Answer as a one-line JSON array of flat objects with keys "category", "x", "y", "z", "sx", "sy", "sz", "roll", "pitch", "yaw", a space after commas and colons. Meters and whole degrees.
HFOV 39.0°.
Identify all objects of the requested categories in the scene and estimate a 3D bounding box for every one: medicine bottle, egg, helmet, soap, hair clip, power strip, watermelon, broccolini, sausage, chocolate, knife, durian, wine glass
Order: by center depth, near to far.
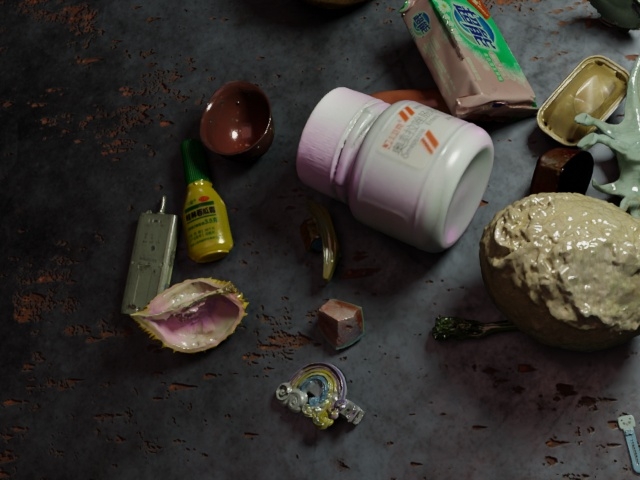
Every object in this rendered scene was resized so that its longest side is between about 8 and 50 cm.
[{"category": "egg", "x": 0.410, "y": 0.054, "z": 1.483, "sx": 0.311, "sy": 0.279, "sz": 0.279, "roll": 17, "pitch": 79, "yaw": -5}, {"category": "knife", "x": 0.519, "y": 0.339, "z": 1.506, "sx": 0.027, "sy": 0.010, "sz": 0.096, "roll": -14, "pitch": 71, "yaw": 13}, {"category": "broccolini", "x": 0.318, "y": 0.156, "z": 1.610, "sx": 0.239, "sy": 0.051, "sz": 0.054, "roll": -2, "pitch": 115, "yaw": 11}, {"category": "chocolate", "x": 0.417, "y": -0.103, "z": 1.618, "sx": 0.080, "sy": 0.125, "sz": 0.148, "roll": 19, "pitch": 84, "yaw": 38}, {"category": "medicine bottle", "x": 0.133, "y": -0.136, "z": 1.640, "sx": 0.302, "sy": 0.241, "sz": 0.241, "roll": 25, "pitch": 83, "yaw": 22}, {"category": "wine glass", "x": 0.618, "y": -0.548, "z": 1.668, "sx": 0.143, "sy": 0.143, "sz": 0.321, "roll": 31, "pitch": 82, "yaw": 23}, {"category": "hair clip", "x": 0.002, "y": 0.284, "z": 1.669, "sx": 0.172, "sy": 0.049, "sz": 0.116, "roll": 28, "pitch": 70, "yaw": 31}, {"category": "watermelon", "x": 0.032, "y": 0.156, "z": 1.681, "sx": 0.085, "sy": 0.072, "sz": 0.092, "roll": 8, "pitch": 81, "yaw": 37}, {"category": "soap", "x": 0.280, "y": -0.343, "z": 1.699, "sx": 0.098, "sy": 0.218, "sz": 0.273, "roll": -43, "pitch": 60, "yaw": 41}, {"category": "durian", "x": -0.248, "y": 0.139, "z": 1.741, "sx": 0.165, "sy": 0.132, "sz": 0.182, "roll": 41, "pitch": 78, "yaw": 12}, {"category": "sausage", "x": 0.167, "y": -0.256, "z": 1.759, "sx": 0.194, "sy": 0.077, "sz": 0.077, "roll": -1, "pitch": 74, "yaw": 19}, {"category": "helmet", "x": -0.158, "y": -0.227, "z": 1.832, "sx": 0.155, "sy": 0.106, "sz": 0.175, "roll": -24, "pitch": 63, "yaw": 6}, {"category": "medicine bottle", "x": -0.242, "y": -0.085, "z": 1.840, "sx": 0.095, "sy": 0.064, "sz": 0.260, "roll": -18, "pitch": 69, "yaw": 12}, {"category": "power strip", "x": -0.344, "y": 0.035, "z": 1.851, "sx": 0.092, "sy": 0.034, "sz": 0.267, "roll": 3, "pitch": 75, "yaw": 19}]

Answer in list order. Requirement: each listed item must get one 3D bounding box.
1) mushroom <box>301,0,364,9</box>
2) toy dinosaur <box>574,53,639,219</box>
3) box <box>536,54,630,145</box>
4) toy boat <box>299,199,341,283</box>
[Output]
[{"category": "mushroom", "x": 0.035, "y": -0.637, "z": 1.849, "sx": 0.345, "sy": 0.239, "sz": 0.345, "roll": -7, "pitch": 52, "yaw": 9}, {"category": "toy dinosaur", "x": 0.531, "y": -0.179, "z": 1.574, "sx": 0.206, "sy": 0.092, "sz": 0.392, "roll": 22, "pitch": 75, "yaw": -20}, {"category": "box", "x": 0.478, "y": -0.249, "z": 1.642, "sx": 0.111, "sy": 0.111, "sz": 0.177, "roll": 41, "pitch": 89, "yaw": 23}, {"category": "toy boat", "x": 0.000, "y": 0.000, "z": 1.738, "sx": 0.066, "sy": 0.065, "sz": 0.172, "roll": -16, "pitch": 64, "yaw": -2}]
